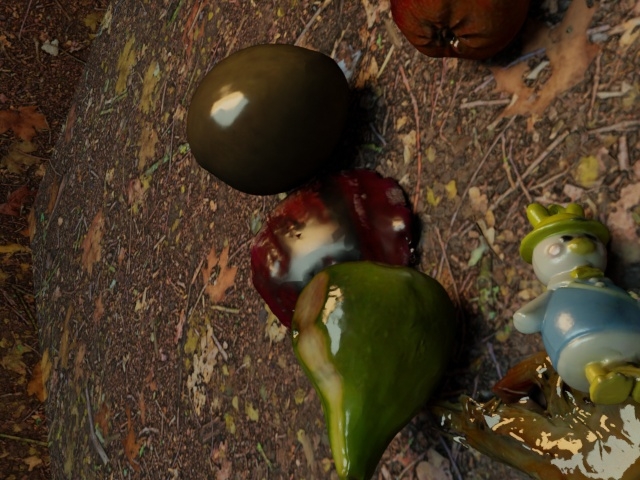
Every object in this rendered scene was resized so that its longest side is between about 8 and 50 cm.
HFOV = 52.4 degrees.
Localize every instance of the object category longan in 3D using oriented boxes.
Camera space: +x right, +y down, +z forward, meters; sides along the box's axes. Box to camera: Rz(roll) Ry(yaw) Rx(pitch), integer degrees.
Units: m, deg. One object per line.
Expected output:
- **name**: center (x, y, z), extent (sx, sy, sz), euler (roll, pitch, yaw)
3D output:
- **longan**: center (-0.080, -0.203, 1.086), extent (0.300, 0.300, 0.243), euler (-3, 119, 53)

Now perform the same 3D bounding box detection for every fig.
- **fig**: center (0.061, 0.168, 0.809), extent (0.206, 0.206, 0.274), euler (-20, 57, 50)

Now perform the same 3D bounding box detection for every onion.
- **onion**: center (0.000, 0.000, 1.008), extent (0.280, 0.146, 0.314), euler (-50, 40, 28)

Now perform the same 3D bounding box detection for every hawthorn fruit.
- **hawthorn fruit**: center (0.184, -0.336, 0.835), extent (0.179, 0.179, 0.200), euler (-11, 51, 52)

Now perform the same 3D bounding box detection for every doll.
- **doll**: center (0.262, 0.056, 0.648), extent (0.135, 0.099, 0.240), euler (-22, 47, 21)

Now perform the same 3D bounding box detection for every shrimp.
- **shrimp**: center (0.229, 0.180, 0.714), extent (0.287, 0.063, 0.152), euler (3, 81, 51)
